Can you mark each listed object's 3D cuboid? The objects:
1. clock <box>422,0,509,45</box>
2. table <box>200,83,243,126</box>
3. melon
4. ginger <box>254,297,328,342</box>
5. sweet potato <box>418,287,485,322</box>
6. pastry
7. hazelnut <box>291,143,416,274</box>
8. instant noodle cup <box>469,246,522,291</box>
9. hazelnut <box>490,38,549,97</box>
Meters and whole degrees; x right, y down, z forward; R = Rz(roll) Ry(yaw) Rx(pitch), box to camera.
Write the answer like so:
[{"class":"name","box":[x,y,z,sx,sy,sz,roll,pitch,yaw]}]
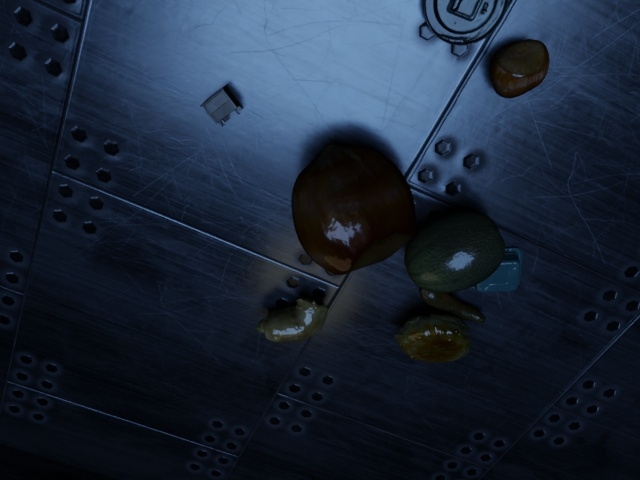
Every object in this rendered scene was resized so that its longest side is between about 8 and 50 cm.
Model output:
[{"class":"clock","box":[0.369,-0.614,1.287,0.215,0.042,0.214,1,119,2]},{"class":"table","box":[-0.275,-0.380,1.424,0.083,0.070,0.082,-32,113,17]},{"class":"melon","box":[0.402,0.039,1.535,0.302,0.237,0.237,-26,115,18]},{"class":"ginger","box":[-0.095,0.284,1.751,0.267,0.138,0.152,-26,101,2]},{"class":"sweet potato","box":[0.449,0.220,1.730,0.273,0.075,0.075,28,116,-16]},{"class":"pastry","box":[0.398,0.333,1.749,0.236,0.120,0.257,-27,130,32]},{"class":"hazelnut","box":[0.084,-0.084,1.435,0.366,0.365,0.365,1,119,2]},{"class":"instant noodle cup","box":[0.579,0.105,1.663,0.179,0.070,0.157,-3,117,5]},{"class":"hazelnut","box":[0.526,-0.444,1.324,0.151,0.150,0.150,1,119,2]}]
